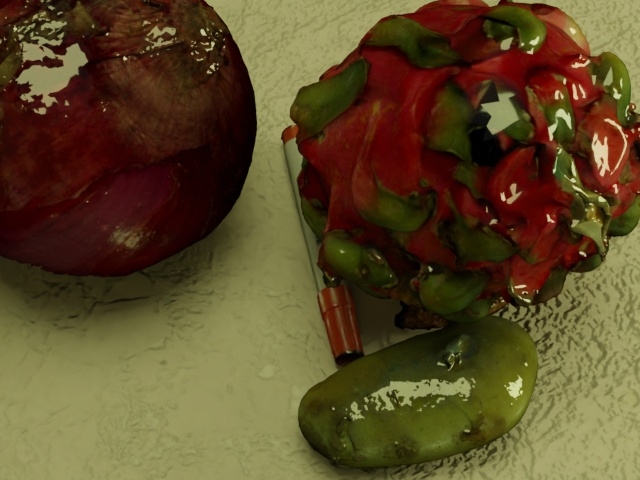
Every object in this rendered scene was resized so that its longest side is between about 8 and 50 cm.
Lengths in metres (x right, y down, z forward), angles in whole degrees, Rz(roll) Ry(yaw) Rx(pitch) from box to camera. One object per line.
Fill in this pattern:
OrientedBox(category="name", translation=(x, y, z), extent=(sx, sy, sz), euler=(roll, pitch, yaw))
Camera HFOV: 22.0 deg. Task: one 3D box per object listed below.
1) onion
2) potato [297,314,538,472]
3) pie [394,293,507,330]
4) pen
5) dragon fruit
OrientedBox(category="onion", translation=(-0.176, -0.102, 1.260), extent=(0.276, 0.276, 0.276), euler=(0, 53, 0))
OrientedBox(category="potato", translation=(0.075, 0.113, 1.212), extent=(0.188, 0.085, 0.105), euler=(-16, 38, -7))
OrientedBox(category="pie", translation=(0.128, 0.014, 1.319), extent=(0.088, 0.033, 0.191), euler=(15, 51, 16))
OrientedBox(category="pen", translation=(0.000, 0.000, 1.333), extent=(0.028, 0.028, 0.239), euler=(-8, 52, -7))
OrientedBox(category="dragon fruit", translation=(0.102, -0.060, 1.213), extent=(0.303, 0.237, 0.231), euler=(-4, 7, 44))
